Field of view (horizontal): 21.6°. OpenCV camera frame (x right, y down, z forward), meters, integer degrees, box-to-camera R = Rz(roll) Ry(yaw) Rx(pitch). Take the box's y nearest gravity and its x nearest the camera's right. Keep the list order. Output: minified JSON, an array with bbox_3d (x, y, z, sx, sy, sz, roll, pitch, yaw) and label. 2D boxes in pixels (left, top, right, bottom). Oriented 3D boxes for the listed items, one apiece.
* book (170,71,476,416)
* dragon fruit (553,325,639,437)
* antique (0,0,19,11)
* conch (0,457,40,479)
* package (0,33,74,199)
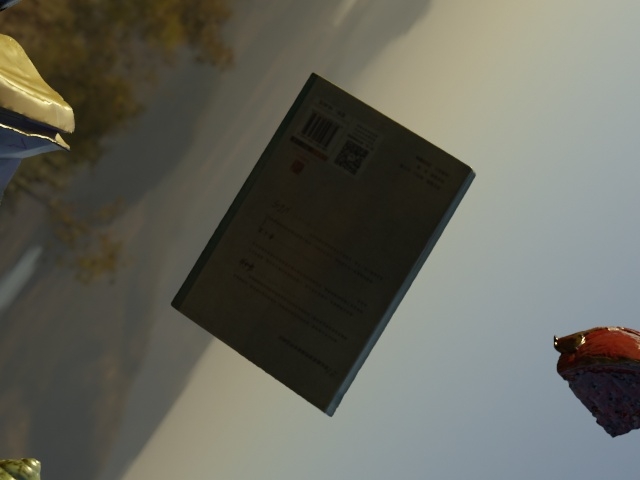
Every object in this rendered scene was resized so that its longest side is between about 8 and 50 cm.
[{"bbox_3d":[0.000,0.000,1.665,0.283,0.215,0.025,-57,157,4],"label":"book"},{"bbox_3d":[0.352,0.135,1.947,0.127,0.120,0.161,-25,-154,20],"label":"dragon fruit"},{"bbox_3d":[-0.335,-0.354,1.656,0.322,0.255,0.185,-29,-163,23],"label":"antique"},{"bbox_3d":[-0.394,0.353,2.010,0.124,0.187,0.181,-6,127,-51],"label":"conch"},{"bbox_3d":[-0.405,-0.169,1.743,0.165,0.221,0.311,-18,159,32],"label":"package"}]
